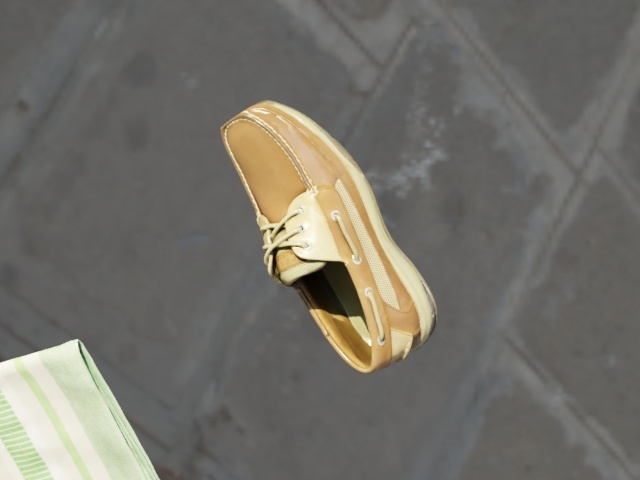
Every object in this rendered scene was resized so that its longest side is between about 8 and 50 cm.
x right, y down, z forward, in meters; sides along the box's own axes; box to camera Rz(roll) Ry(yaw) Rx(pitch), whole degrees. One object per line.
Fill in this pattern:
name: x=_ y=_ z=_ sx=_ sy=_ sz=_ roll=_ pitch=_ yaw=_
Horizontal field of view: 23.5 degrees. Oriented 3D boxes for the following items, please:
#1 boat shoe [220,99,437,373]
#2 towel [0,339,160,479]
boat shoe: x=0.000 y=0.000 z=1.652 sx=0.324 sy=0.122 sz=0.120 roll=53 pitch=45 yaw=-3
towel: x=-0.372 y=0.261 z=1.814 sx=0.038 sy=0.324 sz=0.248 roll=-77 pitch=145 yaw=-59
